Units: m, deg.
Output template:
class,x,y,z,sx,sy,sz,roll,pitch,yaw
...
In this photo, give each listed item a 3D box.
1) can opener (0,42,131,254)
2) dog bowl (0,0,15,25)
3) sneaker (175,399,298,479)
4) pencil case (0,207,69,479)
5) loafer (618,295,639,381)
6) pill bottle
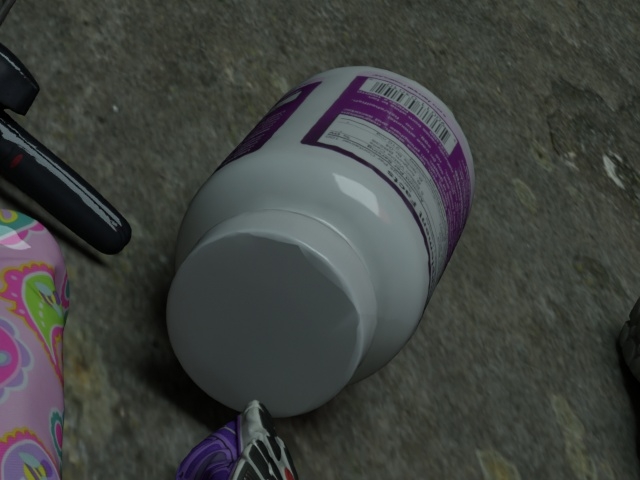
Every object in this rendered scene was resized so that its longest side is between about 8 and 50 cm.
class,x,y,z,sx,sy,sz,roll,pitch,yaw
can opener,-0.197,-0.059,1.276,0.186,0.073,0.059,47,17,1
dog bowl,-0.289,-0.130,0.773,0.348,0.102,0.349,17,25,-9
sneaker,-0.050,0.148,1.075,0.068,0.071,0.170,61,4,-9
pencil case,-0.185,0.091,0.948,0.124,0.124,0.284,26,29,-20
loafer,0.318,0.131,1.535,0.111,0.112,0.319,22,26,-9
pill bottle,0.000,0.000,1.292,0.169,0.169,0.301,36,25,0
